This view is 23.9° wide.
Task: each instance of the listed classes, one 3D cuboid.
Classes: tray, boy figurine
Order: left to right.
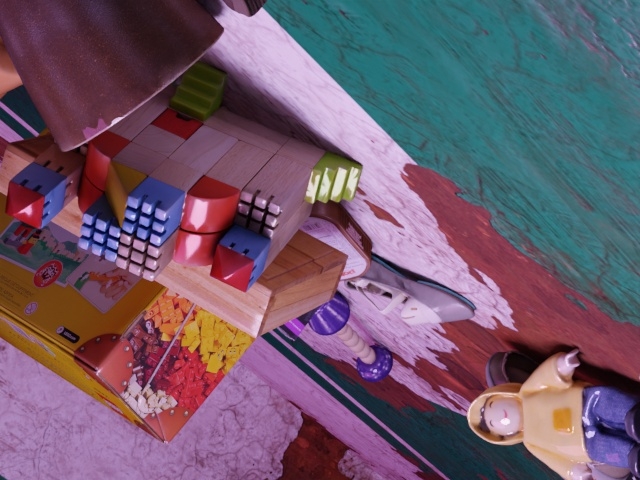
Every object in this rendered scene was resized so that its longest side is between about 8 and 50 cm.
[{"bbox_3d":[-0.188,-0.026,1.928,0.410,0.076,0.203,27,-157,21],"label":"tray"},{"bbox_3d":[0.311,0.223,1.933,0.092,0.177,0.285,-14,-166,-43],"label":"boy figurine"}]

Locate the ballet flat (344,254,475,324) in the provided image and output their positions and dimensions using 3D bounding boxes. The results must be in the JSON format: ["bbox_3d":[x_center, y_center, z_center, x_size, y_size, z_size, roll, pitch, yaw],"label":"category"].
[{"bbox_3d":[0.120,0.083,2.101,0.213,0.068,0.072,26,165,38],"label":"ballet flat"}]

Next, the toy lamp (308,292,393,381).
[{"bbox_3d":[0.044,0.158,2.605,0.080,0.080,0.275,27,168,34],"label":"toy lamp"}]

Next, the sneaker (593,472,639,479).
[{"bbox_3d":[0.399,0.306,2.190,0.262,0.099,0.121,41,177,7],"label":"sneaker"}]

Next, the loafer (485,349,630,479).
[{"bbox_3d":[0.340,0.228,2.070,0.251,0.094,0.087,37,134,0],"label":"loafer"}]

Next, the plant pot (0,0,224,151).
[{"bbox_3d":[-0.254,-0.248,1.563,0.230,0.215,0.215,53,164,-15],"label":"plant pot"}]

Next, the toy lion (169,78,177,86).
[{"bbox_3d":[-0.217,-0.200,1.902,0.034,0.096,0.100,43,-154,-33],"label":"toy lion"}]

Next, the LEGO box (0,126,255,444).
[{"bbox_3d":[-0.304,0.024,2.263,0.500,0.372,0.193,25,158,44],"label":"LEGO box"}]

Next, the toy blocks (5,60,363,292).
[{"bbox_3d":[-0.178,-0.062,1.744,0.381,0.261,0.191,24,126,10],"label":"toy blocks"}]

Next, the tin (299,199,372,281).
[{"bbox_3d":[0.000,0.000,2.052,0.106,0.040,0.190,-10,146,25],"label":"tin"}]

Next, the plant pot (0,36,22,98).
[{"bbox_3d":[-0.401,-0.277,1.684,0.203,0.291,0.291,1,148,41],"label":"plant pot"}]

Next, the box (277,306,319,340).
[{"bbox_3d":[-0.029,0.046,2.142,0.029,0.162,0.116,26,165,51],"label":"box"}]

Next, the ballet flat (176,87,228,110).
[{"bbox_3d":[-0.198,-0.171,1.998,0.248,0.086,0.086,21,162,45],"label":"ballet flat"}]

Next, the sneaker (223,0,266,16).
[{"bbox_3d":[-0.084,-0.254,1.333,0.071,0.066,0.188,35,168,8],"label":"sneaker"}]
